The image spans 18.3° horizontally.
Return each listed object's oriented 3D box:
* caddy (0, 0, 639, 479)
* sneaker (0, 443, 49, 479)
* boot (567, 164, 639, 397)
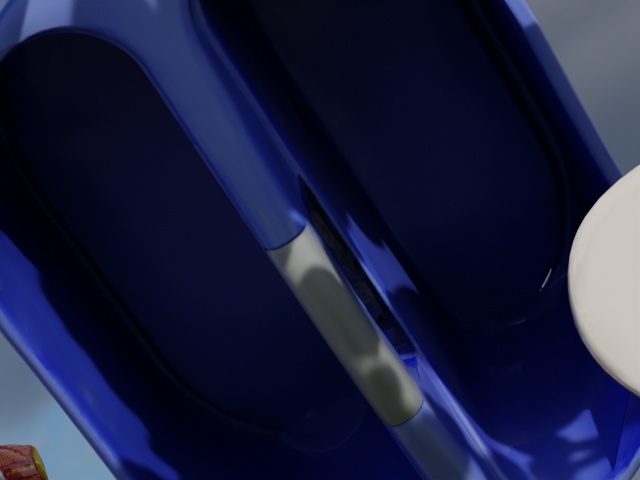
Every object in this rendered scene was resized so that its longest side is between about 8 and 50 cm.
[{"bbox_3d":[0.000,0.000,0.818,0.241,0.341,0.179,-31,26,7],"label":"caddy"},{"bbox_3d":[-0.211,0.160,1.042,0.175,0.064,0.067,-27,-11,27],"label":"sneaker"},{"bbox_3d":[0.146,0.005,0.401,0.190,0.069,0.086,-5,-6,8],"label":"boot"}]
